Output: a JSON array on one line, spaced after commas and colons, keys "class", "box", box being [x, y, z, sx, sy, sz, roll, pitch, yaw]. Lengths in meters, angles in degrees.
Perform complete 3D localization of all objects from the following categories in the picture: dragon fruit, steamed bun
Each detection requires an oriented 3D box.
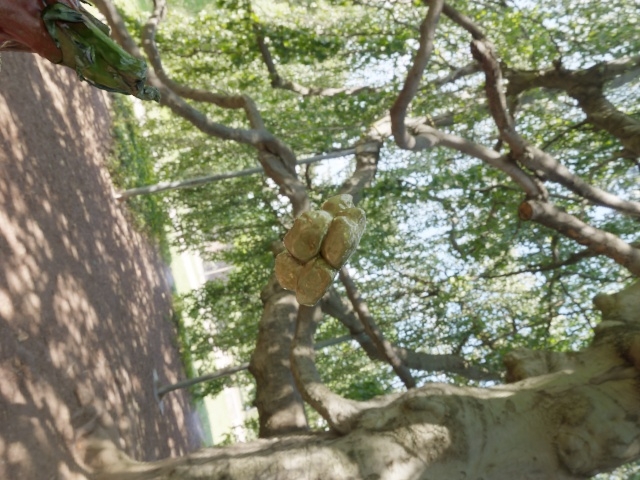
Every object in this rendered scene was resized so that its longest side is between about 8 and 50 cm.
[{"class": "dragon fruit", "box": [-0.205, -0.173, 0.288, 0.135, 0.235, 0.137, -37, -138, 37]}, {"class": "steamed bun", "box": [0.000, 0.000, 0.756, 0.192, 0.106, 0.177, -54, -177, 34]}]
